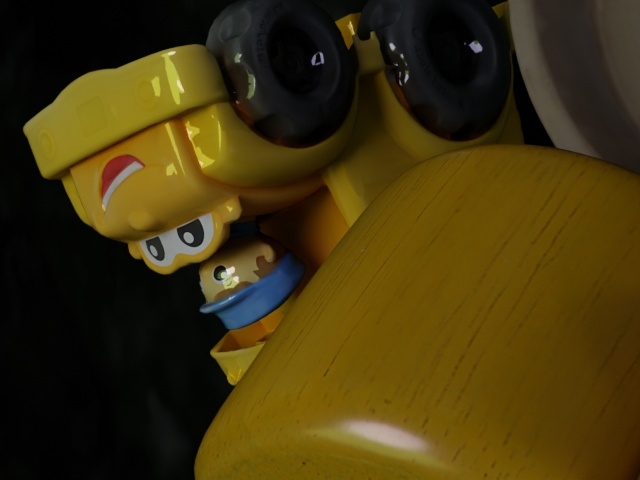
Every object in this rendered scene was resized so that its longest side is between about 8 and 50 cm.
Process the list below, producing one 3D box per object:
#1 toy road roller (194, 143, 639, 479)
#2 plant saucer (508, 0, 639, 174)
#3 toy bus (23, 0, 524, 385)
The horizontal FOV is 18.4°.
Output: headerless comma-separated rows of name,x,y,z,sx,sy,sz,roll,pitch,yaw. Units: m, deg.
toy road roller,0.115,0.065,0.566,0.240,0.202,0.329,39,141,-5
plant saucer,0.195,-0.114,0.685,0.278,0.041,0.278,-13,64,30
toy bus,0.000,0.000,0.903,0.149,0.220,0.211,-18,85,47
